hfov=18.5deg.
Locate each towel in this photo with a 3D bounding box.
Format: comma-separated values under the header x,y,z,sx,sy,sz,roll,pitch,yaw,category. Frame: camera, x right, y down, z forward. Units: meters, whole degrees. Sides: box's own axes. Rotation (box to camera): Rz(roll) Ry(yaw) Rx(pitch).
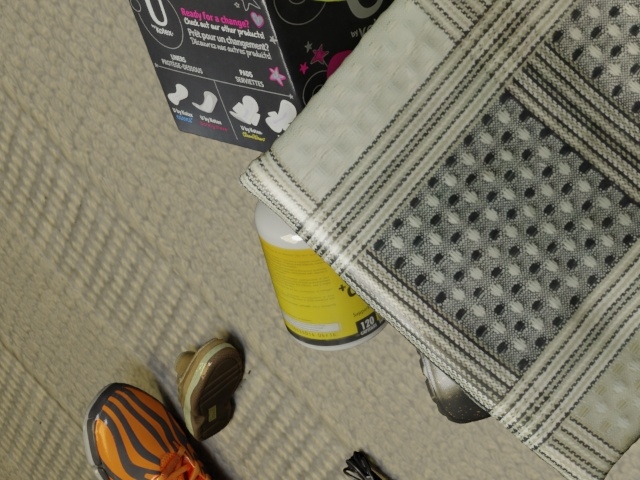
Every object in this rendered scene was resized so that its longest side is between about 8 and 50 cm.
x,y,z,sx,sy,sz,roll,pitch,yaw,category
0.166,-0.053,1.225,0.312,0.324,0.056,43,-175,0,towel

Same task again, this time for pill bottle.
x,y,z,sx,sy,sz,roll,pitch,yaw,category
0.000,0.000,1.729,0.103,0.103,0.184,23,141,40,pill bottle

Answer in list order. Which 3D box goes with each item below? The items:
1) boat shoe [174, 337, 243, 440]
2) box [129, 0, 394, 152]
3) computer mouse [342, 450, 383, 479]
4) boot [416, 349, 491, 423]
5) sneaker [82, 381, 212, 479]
x,y,z,sx,sy,sz,roll,pitch,yaw,category
-0.133,0.150,2.128,0.072,0.068,0.190,53,153,21,boat shoe
0.013,-0.184,1.355,0.163,0.247,0.142,16,137,45,box
0.055,0.305,2.063,0.106,0.042,0.193,36,142,16,computer mouse
0.156,-0.033,1.463,0.222,0.118,0.338,-15,104,33,boot
-0.134,0.291,2.251,0.180,0.124,0.321,7,140,46,sneaker
